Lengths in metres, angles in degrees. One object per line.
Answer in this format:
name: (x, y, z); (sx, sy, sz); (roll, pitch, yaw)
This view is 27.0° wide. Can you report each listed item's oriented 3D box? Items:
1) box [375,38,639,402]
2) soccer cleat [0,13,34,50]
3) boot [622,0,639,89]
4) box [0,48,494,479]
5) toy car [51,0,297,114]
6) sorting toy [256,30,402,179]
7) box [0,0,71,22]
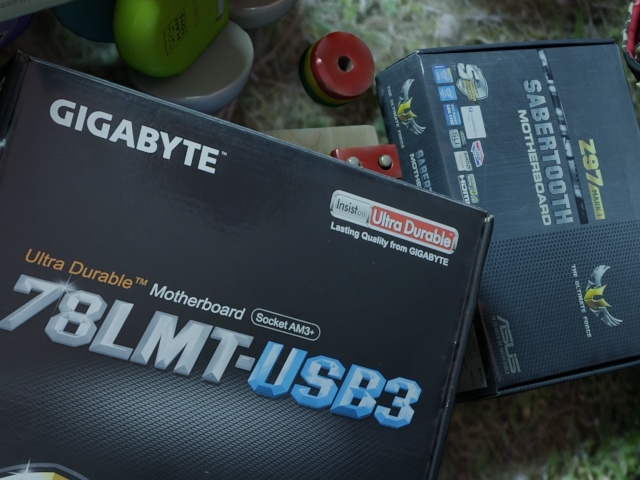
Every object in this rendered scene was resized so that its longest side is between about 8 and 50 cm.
box: (0.149, -0.019, 0.912); (0.183, 0.059, 0.233); (-7, 82, -33)
soccer cleat: (-0.270, -0.059, 0.670); (0.318, 0.108, 0.116); (-35, 127, -41)
boot: (0.272, -0.061, 0.950); (0.178, 0.085, 0.236); (41, 52, -39)
box: (-0.070, 0.084, 0.723); (0.295, 0.073, 0.293); (18, 81, -24)
toy car: (-0.091, -0.176, 0.777); (0.136, 0.159, 0.182); (18, 56, 14)
sorting toy: (0.000, 0.000, 0.830); (0.132, 0.046, 0.274); (-6, 81, -31)
box: (-0.214, -0.189, 0.631); (0.181, 0.119, 0.182); (30, 33, 19)
